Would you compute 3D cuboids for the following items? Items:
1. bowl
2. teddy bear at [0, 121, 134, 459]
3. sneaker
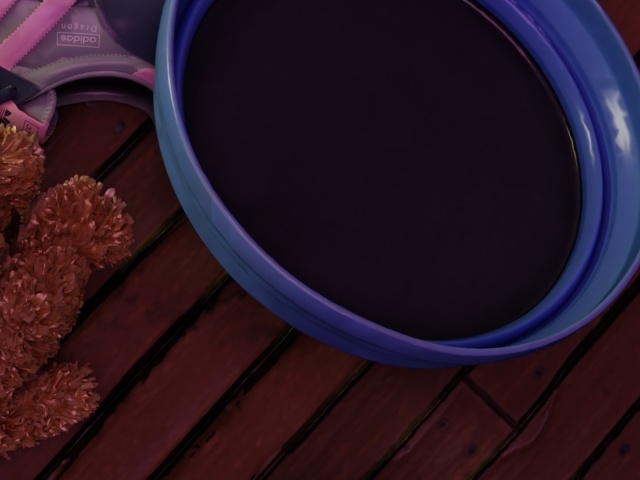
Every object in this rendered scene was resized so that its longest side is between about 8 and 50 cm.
[{"bbox_3d":[0.064,-0.088,1.033,0.391,0.077,0.391,10,62,-20],"label":"bowl"},{"bbox_3d":[-0.262,0.080,0.990,0.338,0.113,0.245,-45,129,-16],"label":"teddy bear"},{"bbox_3d":[-0.243,-0.139,1.037,0.319,0.112,0.131,1,82,-8],"label":"sneaker"}]
